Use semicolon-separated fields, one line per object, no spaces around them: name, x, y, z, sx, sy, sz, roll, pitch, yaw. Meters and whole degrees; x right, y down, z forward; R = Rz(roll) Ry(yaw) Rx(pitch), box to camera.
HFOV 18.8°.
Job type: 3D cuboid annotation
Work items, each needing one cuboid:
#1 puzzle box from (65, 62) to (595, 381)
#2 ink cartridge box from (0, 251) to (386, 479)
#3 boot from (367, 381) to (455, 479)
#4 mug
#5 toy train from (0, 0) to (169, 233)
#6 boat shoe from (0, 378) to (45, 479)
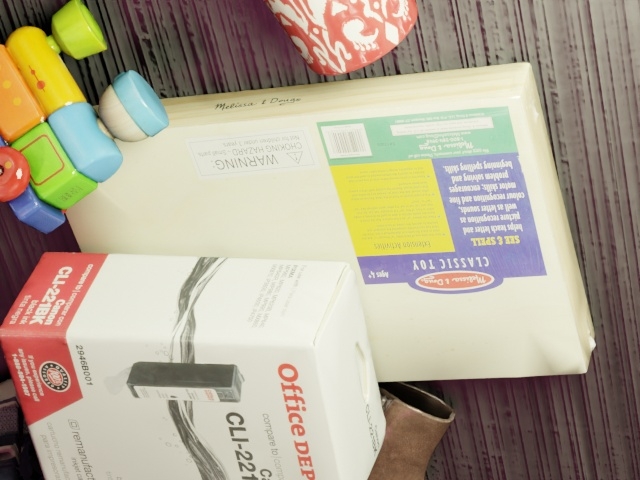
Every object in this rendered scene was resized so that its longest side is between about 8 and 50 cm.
puzzle box;0.000;0.000;1.566;0.409;0.052;0.272;-3;125;20
ink cartridge box;-0.100;0.120;1.584;0.272;0.114;0.197;1;127;17
boot;-0.021;0.184;1.716;0.248;0.090;0.207;21;118;3
mug;0.008;-0.213;1.360;0.150;0.113;0.169;-13;125;28
toy train;-0.232;-0.143;1.504;0.143;0.105;0.248;-34;73;5
boat shoe;-0.358;0.257;1.802;0.127;0.158;0.340;36;129;-28
